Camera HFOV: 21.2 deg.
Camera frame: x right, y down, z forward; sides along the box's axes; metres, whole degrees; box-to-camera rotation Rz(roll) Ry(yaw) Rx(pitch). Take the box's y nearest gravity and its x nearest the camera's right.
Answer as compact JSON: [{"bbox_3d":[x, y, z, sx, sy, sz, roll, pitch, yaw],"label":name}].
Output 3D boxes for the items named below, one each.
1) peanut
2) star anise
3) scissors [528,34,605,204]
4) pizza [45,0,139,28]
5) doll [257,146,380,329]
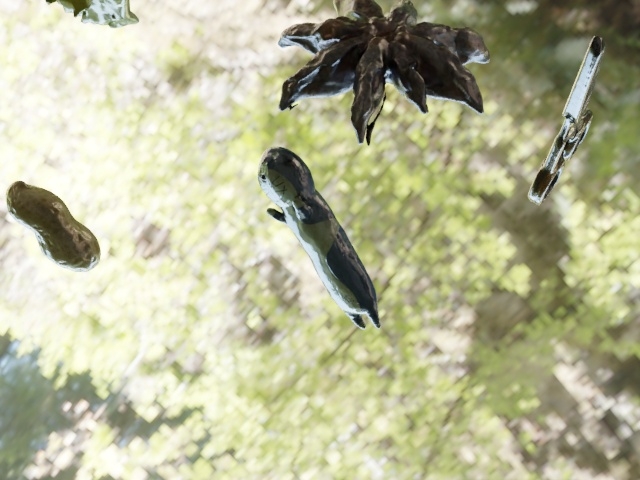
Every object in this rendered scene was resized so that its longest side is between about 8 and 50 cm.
[{"bbox_3d":[-0.187,-0.010,1.201,0.083,0.037,0.037,50,-133,-13],"label":"peanut"},{"bbox_3d":[0.036,-0.115,1.049,0.141,0.042,0.141,1,-139,-1],"label":"star anise"},{"bbox_3d":[0.188,-0.096,1.267,0.017,0.220,0.088,31,-107,11],"label":"scissors"},{"bbox_3d":[-0.043,-0.179,0.701,0.280,0.287,0.075,48,-142,12],"label":"pizza"},{"bbox_3d":[0.000,0.000,1.003,0.027,0.037,0.125,-37,-75,-30],"label":"doll"}]
